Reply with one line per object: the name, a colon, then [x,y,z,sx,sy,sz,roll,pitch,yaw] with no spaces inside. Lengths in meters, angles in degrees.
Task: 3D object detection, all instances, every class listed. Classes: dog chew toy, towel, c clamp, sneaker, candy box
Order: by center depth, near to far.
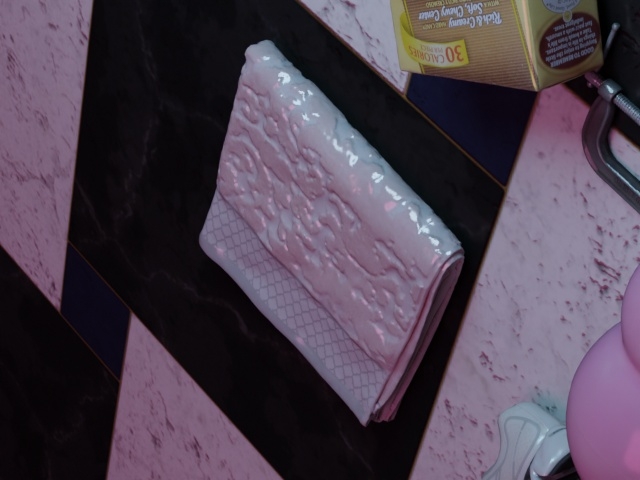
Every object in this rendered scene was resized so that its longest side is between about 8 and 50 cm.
dog chew toy: [0.320,0.084,1.456,0.206,0.206,0.332,41,132,32]
candy box: [0.131,-0.295,1.554,0.183,0.087,0.316,16,121,52]
c clamp: [0.272,-0.082,1.562,0.160,0.022,0.137,50,144,22]
sneaker: [0.209,0.290,1.835,0.118,0.110,0.292,41,133,44]
towel: [0.000,0.000,1.973,0.332,0.053,0.317,47,143,24]
